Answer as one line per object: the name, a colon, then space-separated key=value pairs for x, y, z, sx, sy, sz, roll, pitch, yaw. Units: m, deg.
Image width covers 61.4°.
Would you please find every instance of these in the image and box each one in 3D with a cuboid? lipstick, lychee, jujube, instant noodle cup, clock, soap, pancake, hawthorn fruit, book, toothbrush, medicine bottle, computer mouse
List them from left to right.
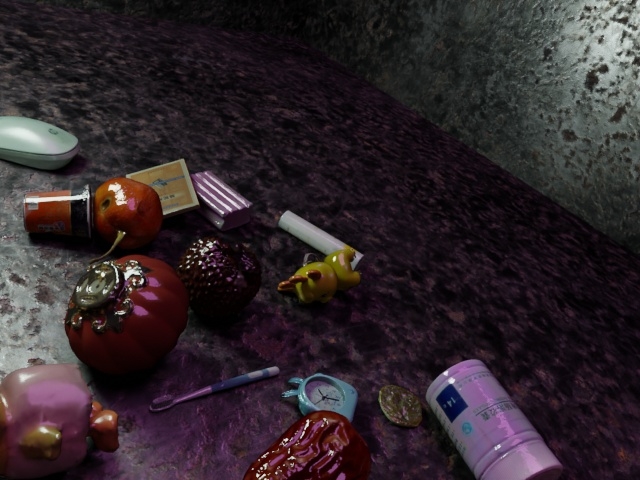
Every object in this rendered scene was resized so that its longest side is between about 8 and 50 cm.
computer mouse: x=-0.797 y=-0.279 z=1.440 sx=0.289 sy=0.097 sz=0.159 roll=18 pitch=33 yaw=-8
instant noodle cup: x=-0.593 y=-0.063 z=1.224 sx=0.136 sy=0.127 sz=0.127 roll=-2 pitch=38 yaw=-21
hawthorn fruit: x=-0.446 y=-0.026 z=1.220 sx=0.165 sy=0.165 sz=0.285 roll=11 pitch=34 yaw=-18
book: x=-0.430 y=-0.135 z=1.454 sx=0.170 sy=0.018 sz=0.241 roll=-19 pitch=43 yaw=-11
soap: x=-0.301 y=-0.115 z=1.527 sx=0.203 sy=0.065 sz=0.122 roll=38 pitch=36 yaw=24
lychee: x=-0.222 y=0.082 z=1.170 sx=0.188 sy=0.188 sz=0.188 roll=16 pitch=32 yaw=-10
toothbrush: x=-0.192 y=0.278 z=1.031 sx=0.276 sy=0.025 sz=0.019 roll=-7 pitch=41 yaw=-39
jujube: x=-0.025 y=0.378 z=0.872 sx=0.230 sy=0.155 sz=0.155 roll=-23 pitch=53 yaw=-38
clock: x=-0.002 y=0.315 z=1.075 sx=0.147 sy=0.045 sz=0.108 roll=23 pitch=30 yaw=4
lipstick: x=0.000 y=0.000 z=1.547 sx=0.264 sy=0.059 sz=0.059 roll=32 pitch=32 yaw=14
pancake: x=0.171 y=0.353 z=1.150 sx=0.108 sy=0.017 sz=0.108 roll=13 pitch=34 yaw=-9
medicine bottle: x=0.340 y=0.383 z=1.081 sx=0.152 sy=0.152 sz=0.254 roll=1 pitch=36 yaw=-31

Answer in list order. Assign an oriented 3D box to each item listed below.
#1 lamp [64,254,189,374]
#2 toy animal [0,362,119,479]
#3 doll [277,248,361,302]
lamp: x=-0.349 y=0.136 z=0.989 sx=0.227 sy=0.226 sz=0.226 roll=16 pitch=32 yaw=-10
toy animal: x=-0.443 y=0.270 z=0.754 sx=0.281 sy=0.168 sz=0.195 roll=-13 pitch=3 yaw=-37
doll: x=-0.002 y=0.089 z=1.345 sx=0.221 sy=0.143 sz=0.135 roll=-7 pitch=76 yaw=-41
